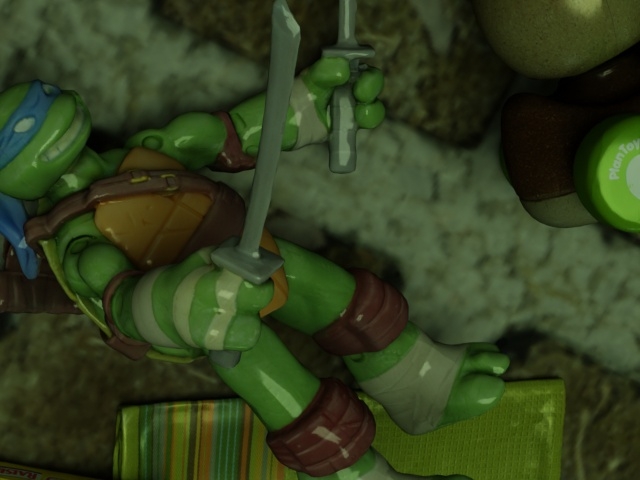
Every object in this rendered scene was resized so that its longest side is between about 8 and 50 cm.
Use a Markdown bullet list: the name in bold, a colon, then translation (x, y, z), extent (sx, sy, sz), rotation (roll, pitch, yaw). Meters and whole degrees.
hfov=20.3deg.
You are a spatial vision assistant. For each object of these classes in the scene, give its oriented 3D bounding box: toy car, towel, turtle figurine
- **toy car**: translation (0.129, -0.113, 0.808), extent (0.149, 0.155, 0.188), rotation (-26, 100, -6)
- **towel**: translation (0.012, 0.125, 0.913), extent (0.237, 0.021, 0.102), rotation (-2, 109, -14)
- **turtle figurine**: translation (0.000, 0.000, 0.776), extent (0.275, 0.198, 0.266), rotation (-41, 113, 5)

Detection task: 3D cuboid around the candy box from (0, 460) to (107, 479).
- **candy box**: translation (-0.145, 0.212, 0.885), extent (0.105, 0.027, 0.206), rotation (11, 105, 0)
